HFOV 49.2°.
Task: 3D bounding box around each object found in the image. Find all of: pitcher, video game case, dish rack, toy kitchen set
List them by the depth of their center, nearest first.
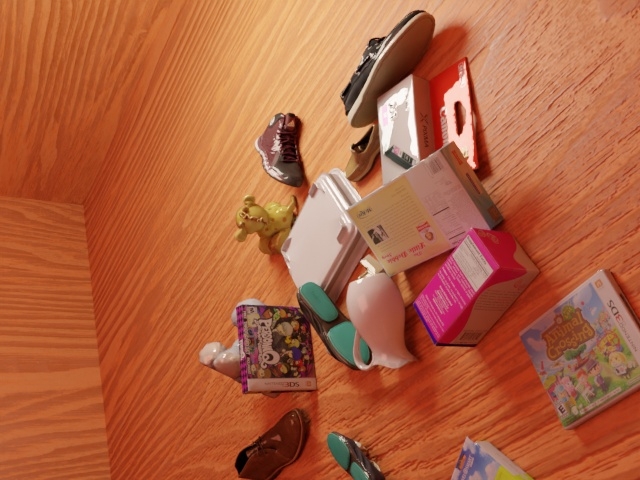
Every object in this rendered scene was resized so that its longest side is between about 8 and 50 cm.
[{"bbox_3d":[0.448,0.185,1.175,0.212,0.023,0.193,-51,45,40],"label":"video game case"},{"bbox_3d":[0.117,0.189,1.575,0.178,0.126,0.207,-23,81,45],"label":"pitcher"},{"bbox_3d":[0.133,0.082,1.669,0.083,0.075,0.068,-40,42,-7],"label":"toy kitchen set"},{"bbox_3d":[-0.117,0.287,1.854,0.042,0.210,0.231,-31,59,50],"label":"video game case"},{"bbox_3d":[0.000,0.000,1.854,0.332,0.072,0.285,-63,39,31],"label":"dish rack"}]

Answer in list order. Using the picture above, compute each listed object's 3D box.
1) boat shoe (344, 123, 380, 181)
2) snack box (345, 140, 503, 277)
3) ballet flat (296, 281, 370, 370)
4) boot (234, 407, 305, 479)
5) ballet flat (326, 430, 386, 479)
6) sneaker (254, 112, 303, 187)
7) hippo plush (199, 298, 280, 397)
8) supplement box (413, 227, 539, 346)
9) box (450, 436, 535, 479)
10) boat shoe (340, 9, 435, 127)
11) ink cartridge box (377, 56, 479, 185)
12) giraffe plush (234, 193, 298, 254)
[{"bbox_3d":[0.101,-0.221,1.729,0.190,0.072,0.068,-54,43,37],"label":"boat shoe"},{"bbox_3d":[0.208,-0.055,1.473,0.322,0.060,0.187,-31,92,51],"label":"snack box"},{"bbox_3d":[0.033,0.223,1.740,0.280,0.095,0.096,54,152,30],"label":"ballet flat"},{"bbox_3d":[-0.139,0.575,1.930,0.305,0.115,0.112,-58,39,32],"label":"boot"},{"bbox_3d":[0.088,0.517,1.629,0.203,0.074,0.074,39,117,53],"label":"ballet flat"},{"bbox_3d":[-0.104,-0.283,2.030,0.162,0.107,0.281,-62,38,25],"label":"sneaker"},{"bbox_3d":[-0.166,0.297,1.970,0.235,0.294,0.236,17,73,33],"label":"hippo plush"},{"bbox_3d":[0.295,0.094,1.345,0.220,0.111,0.113,-57,41,33],"label":"supplement box"},{"bbox_3d":[0.327,0.457,1.298,0.178,0.043,0.108,35,113,54],"label":"box"},{"bbox_3d":[0.144,-0.422,1.651,0.113,0.127,0.340,61,144,25],"label":"boat shoe"},{"bbox_3d":[0.227,-0.240,1.533,0.239,0.060,0.274,-28,58,51],"label":"ink cartridge box"},{"bbox_3d":[-0.174,-0.052,2.032,0.210,0.171,0.181,-29,61,52],"label":"giraffe plush"}]
